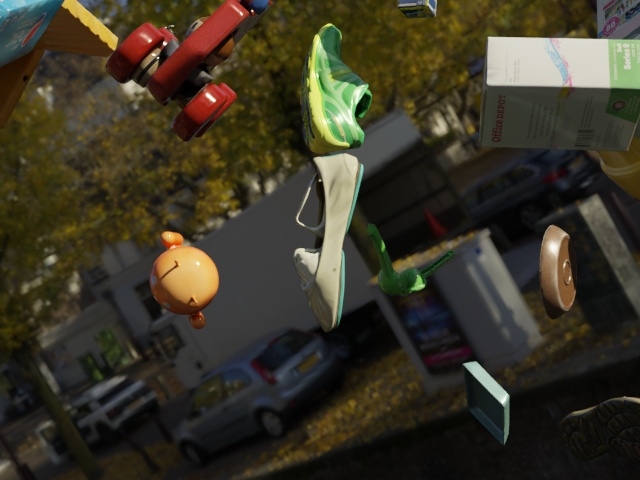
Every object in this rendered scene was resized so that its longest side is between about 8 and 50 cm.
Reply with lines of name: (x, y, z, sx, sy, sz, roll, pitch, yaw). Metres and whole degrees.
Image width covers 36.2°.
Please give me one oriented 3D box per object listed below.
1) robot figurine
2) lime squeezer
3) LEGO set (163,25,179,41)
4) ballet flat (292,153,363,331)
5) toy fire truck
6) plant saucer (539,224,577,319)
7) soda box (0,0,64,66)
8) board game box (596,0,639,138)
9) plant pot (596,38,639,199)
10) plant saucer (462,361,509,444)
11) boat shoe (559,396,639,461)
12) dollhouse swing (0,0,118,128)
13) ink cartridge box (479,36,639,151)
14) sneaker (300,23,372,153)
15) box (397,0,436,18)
robot figurine: (-0.255, 0.072, 1.815, 0.219, 0.128, 0.158, 177, 112, -79)
lime squeezer: (0.155, 0.049, 1.804, 0.059, 0.110, 0.310, -4, -11, 35)
LEGO set: (-0.272, -0.340, 1.710, 0.083, 0.054, 0.023, -44, 20, 22)
ballet flat: (0.000, 0.000, 1.357, 0.086, 0.248, 0.086, 9, -3, 1)
toy fire truck: (-0.178, -0.303, 1.529, 0.254, 0.169, 0.302, -47, 6, 7)
plant saucer: (0.425, 0.056, 1.735, 0.029, 0.168, 0.168, 0, 19, 30)
soda box: (-0.266, -0.184, 0.781, 0.071, 0.067, 0.210, -51, 12, 13)
board game box: (0.537, -0.342, 1.511, 0.224, 0.097, 0.303, -36, 37, 49)
plant pot: (0.568, -0.240, 1.757, 0.254, 0.239, 0.254, -47, 19, 21)
plant saucer: (0.200, 0.194, 1.169, 0.018, 0.067, 0.192, -41, -25, -8)
boat shoe: (0.592, 0.350, 1.885, 0.120, 0.122, 0.324, -16, -6, -23)
dollhouse swing: (-0.598, -0.317, 1.766, 0.315, 0.305, 0.347, -64, -17, -5)
ink cartridge box: (0.331, -0.202, 1.367, 0.212, 0.093, 0.154, 1, -27, 7)
sneaker: (0.029, -0.272, 1.804, 0.124, 0.295, 0.109, 6, -35, -11)
box: (0.176, -0.482, 1.733, 0.059, 0.168, 0.054, 1, -8, 23)
